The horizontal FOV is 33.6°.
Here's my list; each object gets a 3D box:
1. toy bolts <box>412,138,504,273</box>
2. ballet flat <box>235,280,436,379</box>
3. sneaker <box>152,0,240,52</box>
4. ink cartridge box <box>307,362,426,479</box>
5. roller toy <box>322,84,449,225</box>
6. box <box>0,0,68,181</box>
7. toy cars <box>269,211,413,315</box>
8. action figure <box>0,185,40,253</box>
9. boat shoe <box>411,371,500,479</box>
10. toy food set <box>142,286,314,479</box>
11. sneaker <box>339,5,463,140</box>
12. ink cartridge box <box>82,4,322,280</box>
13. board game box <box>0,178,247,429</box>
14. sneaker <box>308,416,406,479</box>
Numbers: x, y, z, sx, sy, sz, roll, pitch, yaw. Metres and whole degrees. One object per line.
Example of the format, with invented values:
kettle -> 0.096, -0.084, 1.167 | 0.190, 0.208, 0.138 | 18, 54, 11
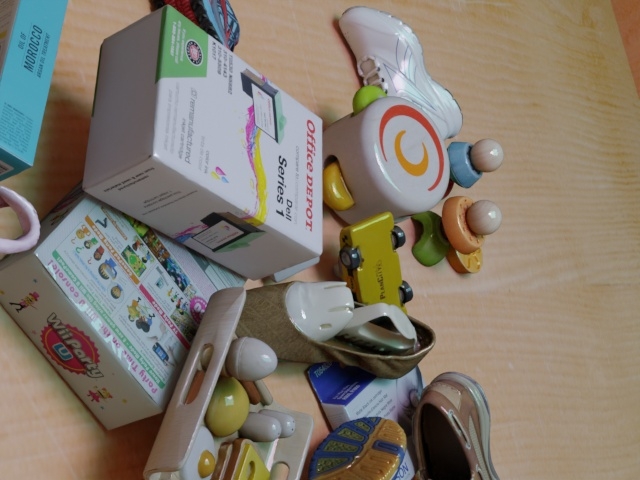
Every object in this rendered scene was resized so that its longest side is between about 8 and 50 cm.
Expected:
toy bolts -> 0.271, -0.065, 1.876 | 0.218, 0.158, 0.229 | 26, 54, -46
ballet flat -> 0.031, 0.114, 1.444 | 0.342, 0.124, 0.116 | 21, 49, -38
sneaker -> -0.145, -0.271, 1.452 | 0.125, 0.104, 0.262 | 7, 68, -55
ink cartridge box -> 0.090, 0.244, 1.568 | 0.223, 0.045, 0.224 | -35, 102, -55
roller toy -> 0.093, -0.115, 1.666 | 0.191, 0.146, 0.209 | 32, 54, -31
box -> -0.339, -0.178, 1.135 | 0.060, 0.100, 0.244 | 35, 48, -42
toy cars -> 0.000, 0.000, 1.526 | 0.393, 0.087, 0.176 | 35, 82, -38
action figure -> -0.371, -0.200, 0.938 | 0.248, 0.275, 0.370 | 26, 79, -67
boat shoe -> 0.196, 0.360, 1.545 | 0.116, 0.123, 0.324 | -17, 93, -55
toy food set -> -0.083, 0.225, 1.207 | 0.306, 0.092, 0.220 | 66, 33, -49
sneaker -> 0.128, -0.272, 1.833 | 0.297, 0.111, 0.129 | 51, 60, -13
ink cartridge box -> -0.122, -0.102, 1.218 | 0.278, 0.117, 0.201 | 31, 49, -44
board game box -> -0.208, 0.027, 1.219 | 0.224, 0.097, 0.303 | 56, 35, -19
sneaker -> 0.029, 0.361, 1.384 | 0.296, 0.111, 0.131 | -54, 146, -44
